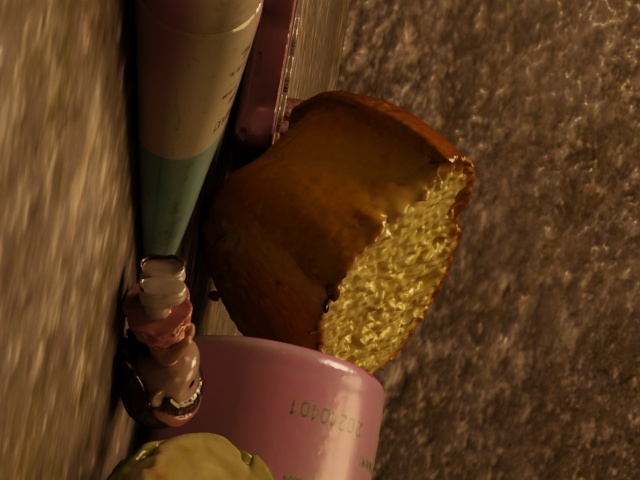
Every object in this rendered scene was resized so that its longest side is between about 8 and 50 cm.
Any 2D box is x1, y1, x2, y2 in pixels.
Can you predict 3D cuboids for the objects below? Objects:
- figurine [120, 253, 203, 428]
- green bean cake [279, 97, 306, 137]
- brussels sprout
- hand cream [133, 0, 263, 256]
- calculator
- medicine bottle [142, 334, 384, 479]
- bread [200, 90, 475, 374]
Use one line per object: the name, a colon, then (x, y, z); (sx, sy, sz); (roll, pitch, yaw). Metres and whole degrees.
figurine: (-0.105, 0.065, 0.918); (0.072, 0.054, 0.129); (-99, -174, -50)
green bean cake: (-0.041, -0.081, 1.616); (0.135, 0.056, 0.136); (97, 4, -70)
brussels sprout: (-0.086, 0.203, 0.886); (0.161, 0.144, 0.181); (-10, 128, -51)
hand cream: (-0.083, -0.085, 0.848); (0.312, 0.070, 0.111); (110, -9, -57)
calculator: (-0.051, -0.150, 1.382); (0.294, 0.043, 0.194); (121, -22, -88)
medicine bottle: (-0.059, 0.231, 1.063); (0.178, 0.178, 0.291); (92, 8, -72)
bread: (0.000, 0.000, 1.213); (0.194, 0.179, 0.340); (-43, 163, -21)
